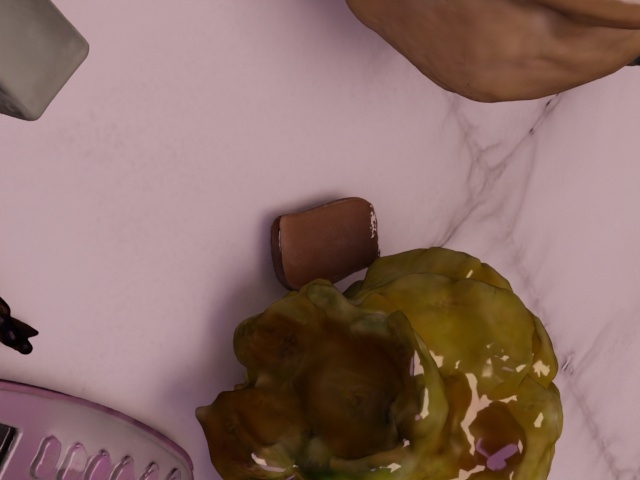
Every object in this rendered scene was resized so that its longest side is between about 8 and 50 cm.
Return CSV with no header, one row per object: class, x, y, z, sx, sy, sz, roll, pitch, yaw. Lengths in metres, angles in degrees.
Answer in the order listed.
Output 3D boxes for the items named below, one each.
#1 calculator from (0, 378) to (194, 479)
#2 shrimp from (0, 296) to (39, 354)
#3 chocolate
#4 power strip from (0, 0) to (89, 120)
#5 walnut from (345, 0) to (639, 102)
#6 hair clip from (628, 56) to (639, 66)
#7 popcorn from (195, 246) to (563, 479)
calculator,-0.197,0.190,0.744,0.294,0.043,0.194,33,79,-48
shrimp,-0.222,-0.027,0.631,0.262,0.066,0.117,44,72,-44
chocolate,0.000,0.000,0.874,0.100,0.031,0.065,-21,110,-38
power strip,-0.256,-0.201,0.524,0.062,0.091,0.385,-55,133,-17
walnut,0.168,-0.275,0.747,0.381,0.381,0.381,-15,113,-40
hair clip,0.226,-0.315,0.967,0.095,0.110,0.359,-72,153,-65
popcorn,0.048,0.136,0.830,0.270,0.224,0.258,-18,112,-23
